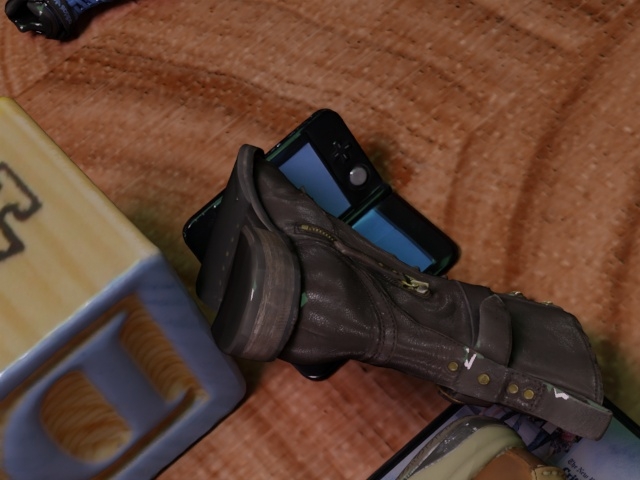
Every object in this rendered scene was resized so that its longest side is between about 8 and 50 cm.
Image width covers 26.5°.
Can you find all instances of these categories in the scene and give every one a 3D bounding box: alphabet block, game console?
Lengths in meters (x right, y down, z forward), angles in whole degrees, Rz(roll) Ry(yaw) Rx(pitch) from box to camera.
[{"bbox_3d":[-0.198,0.060,0.903,0.193,0.192,0.197,-39,53,-12],"label":"alphabet block"},{"bbox_3d":[0.000,0.000,0.946,0.144,0.124,0.085,-41,28,-12],"label":"game console"}]

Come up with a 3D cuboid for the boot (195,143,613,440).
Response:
[{"bbox_3d":[0.047,0.036,0.838,0.229,0.091,0.263,15,21,-14],"label":"boot"}]

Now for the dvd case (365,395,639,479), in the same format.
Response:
[{"bbox_3d":[0.098,0.192,0.818,0.253,0.022,0.180,-40,53,-10],"label":"dvd case"}]

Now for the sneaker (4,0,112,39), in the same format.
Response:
[{"bbox_3d":[-0.203,-0.210,1.168,0.152,0.058,0.084,3,52,25],"label":"sneaker"}]

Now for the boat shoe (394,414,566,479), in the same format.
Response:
[{"bbox_3d":[0.035,0.239,0.719,0.120,0.122,0.324,33,72,29],"label":"boat shoe"}]
